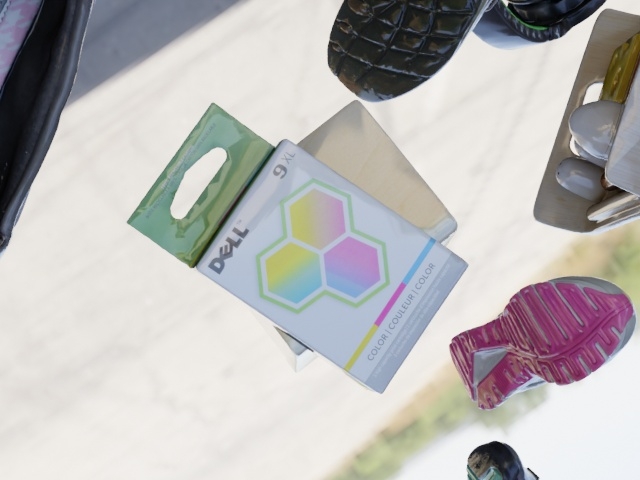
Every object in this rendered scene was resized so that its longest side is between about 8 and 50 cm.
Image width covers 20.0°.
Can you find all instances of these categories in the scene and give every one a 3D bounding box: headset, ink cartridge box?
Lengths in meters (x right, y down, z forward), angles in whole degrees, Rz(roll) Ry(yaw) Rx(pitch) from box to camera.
[{"bbox_3d":[0.265,-0.356,1.988,0.185,0.243,0.394,-8,-165,36],"label":"headset"},{"bbox_3d":[-0.017,0.003,1.236,0.109,0.209,0.062,-55,-177,-5],"label":"ink cartridge box"}]

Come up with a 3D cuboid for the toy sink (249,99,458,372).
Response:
[{"bbox_3d":[0.000,0.000,1.395,0.153,0.131,0.234,-38,175,-4],"label":"toy sink"}]

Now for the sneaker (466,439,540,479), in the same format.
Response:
[{"bbox_3d":[0.212,0.260,1.856,0.098,0.083,0.223,-29,143,-14],"label":"sneaker"}]

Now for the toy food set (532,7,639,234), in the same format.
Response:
[{"bbox_3d":[0.258,-0.131,1.576,0.306,0.092,0.219,141,-32,-83],"label":"toy food set"}]

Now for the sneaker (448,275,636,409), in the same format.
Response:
[{"bbox_3d":[0.229,0.084,1.745,0.111,0.103,0.252,-23,178,-31],"label":"sneaker"}]

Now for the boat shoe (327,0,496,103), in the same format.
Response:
[{"bbox_3d":[0.135,-0.265,1.766,0.324,0.122,0.120,-48,173,33],"label":"boat shoe"}]

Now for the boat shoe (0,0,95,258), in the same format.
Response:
[{"bbox_3d":[-0.203,-0.053,0.967,0.095,0.112,0.335,37,-71,59],"label":"boat shoe"}]
